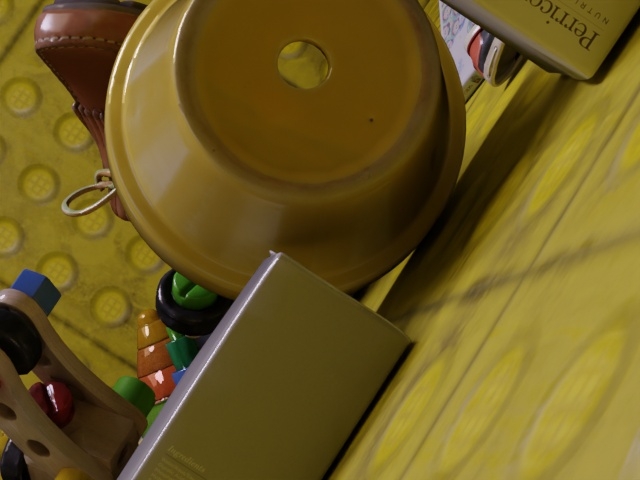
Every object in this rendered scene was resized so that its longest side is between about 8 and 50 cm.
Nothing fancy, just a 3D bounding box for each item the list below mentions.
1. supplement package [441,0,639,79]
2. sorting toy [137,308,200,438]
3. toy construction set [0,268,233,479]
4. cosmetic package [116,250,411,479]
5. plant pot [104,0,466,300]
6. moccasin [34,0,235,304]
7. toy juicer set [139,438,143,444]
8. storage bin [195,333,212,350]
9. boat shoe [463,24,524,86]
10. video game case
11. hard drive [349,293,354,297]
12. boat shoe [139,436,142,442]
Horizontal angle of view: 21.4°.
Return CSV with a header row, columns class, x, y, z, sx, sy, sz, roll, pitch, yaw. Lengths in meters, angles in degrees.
class,x,y,z,sx,sy,sz,roll,pitch,yaw
supplement package,0.157,-0.262,0.987,0.293,0.177,0.175,-57,4,6
sorting toy,-0.150,0.127,1.760,0.127,0.126,0.365,-23,0,-10
toy construction set,-0.149,0.195,1.255,0.237,0.257,0.309,100,172,-49
cosmetic package,-0.053,0.129,1.020,0.238,0.107,0.127,-54,3,-3
plant pot,-0.018,-0.090,1.128,0.254,0.254,0.239,-57,0,-9
moccasin,-0.124,-0.063,1.386,0.380,0.139,0.147,62,-139,-57
toy juicer set,-0.216,0.292,1.821,0.209,0.089,0.329,-56,5,-15
storage bin,-0.111,0.080,1.887,0.135,0.091,0.098,86,-154,-45
boat shoe,0.162,-0.179,1.304,0.137,0.049,0.043,-52,48,31
video game case,0.149,-0.221,1.543,0.143,0.019,0.157,127,150,-47
hard drive,-0.010,0.046,1.505,0.255,0.054,0.172,-53,5,49
boat shoe,-0.251,0.339,2.011,0.258,0.095,0.084,-47,-4,-20
